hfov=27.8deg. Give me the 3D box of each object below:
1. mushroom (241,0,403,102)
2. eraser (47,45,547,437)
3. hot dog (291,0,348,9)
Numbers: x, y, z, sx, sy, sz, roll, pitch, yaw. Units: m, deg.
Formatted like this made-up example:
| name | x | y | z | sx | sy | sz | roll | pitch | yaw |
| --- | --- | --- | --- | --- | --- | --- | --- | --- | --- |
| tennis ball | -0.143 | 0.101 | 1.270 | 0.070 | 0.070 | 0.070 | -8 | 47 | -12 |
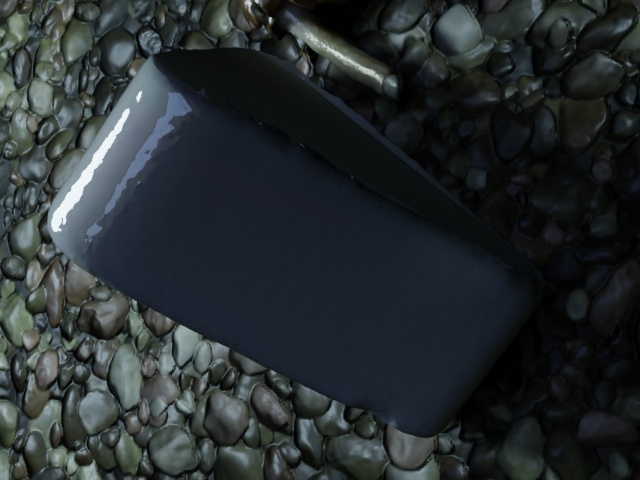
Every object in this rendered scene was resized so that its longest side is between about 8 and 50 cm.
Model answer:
| name | x | y | z | sx | sy | sz | roll | pitch | yaw |
| --- | --- | --- | --- | --- | --- | --- | --- | --- | --- |
| mushroom | 0.008 | -0.167 | 1.040 | 0.187 | 0.060 | 0.061 | 37 | 97 | 28 |
| eraser | 0.000 | 0.000 | 0.916 | 0.331 | 0.331 | 0.150 | 41 | 105 | 32 |
| hot dog | -0.027 | -0.302 | 1.037 | 0.175 | 0.114 | 0.259 | -30 | 57 | -17 |
